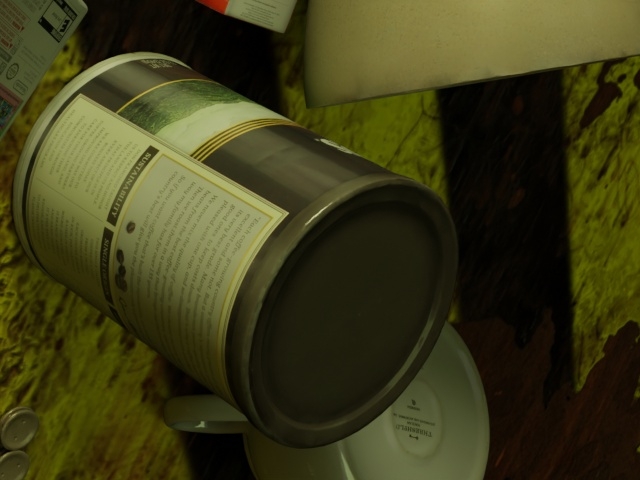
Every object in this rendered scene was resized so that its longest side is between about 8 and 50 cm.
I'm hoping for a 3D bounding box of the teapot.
[{"bbox_3d":[0.015,0.170,1.414,0.252,0.187,0.256,-49,116,-42],"label":"teapot"}]

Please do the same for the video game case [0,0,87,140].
[{"bbox_3d":[-0.237,-0.107,1.013,0.193,0.023,0.212,-57,171,-4],"label":"video game case"}]

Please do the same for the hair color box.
[{"bbox_3d":[-0.038,-0.238,1.205,0.072,0.043,0.141,12,105,-49],"label":"hair color box"}]

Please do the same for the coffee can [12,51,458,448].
[{"bbox_3d":[-0.067,-0.001,1.136,0.201,0.275,0.201,-26,130,-35],"label":"coffee can"}]

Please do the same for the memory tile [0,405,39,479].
[{"bbox_3d":[-0.283,0.201,1.239,0.113,0.012,0.148,-1,113,-46],"label":"memory tile"}]

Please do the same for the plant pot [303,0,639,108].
[{"bbox_3d":[0.113,-0.219,1.234,0.284,0.284,0.191,-13,96,-42],"label":"plant pot"}]
